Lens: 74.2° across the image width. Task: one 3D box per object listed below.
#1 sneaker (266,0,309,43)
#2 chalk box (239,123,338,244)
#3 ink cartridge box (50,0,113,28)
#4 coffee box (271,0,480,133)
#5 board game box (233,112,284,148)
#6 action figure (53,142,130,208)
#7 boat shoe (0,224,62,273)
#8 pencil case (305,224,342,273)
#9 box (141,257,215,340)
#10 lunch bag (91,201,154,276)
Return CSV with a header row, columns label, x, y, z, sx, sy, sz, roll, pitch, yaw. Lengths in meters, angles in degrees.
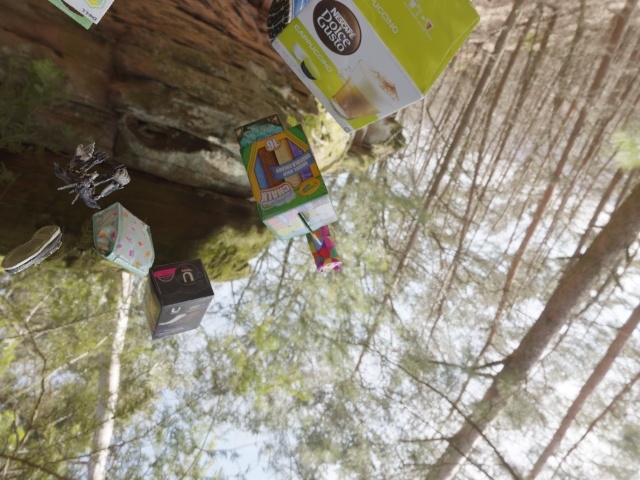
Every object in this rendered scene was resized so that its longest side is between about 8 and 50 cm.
label,x,y,z,sx,sy,sz,roll,pitch,yaw
sneaker,-0.091,-0.827,1.506,0.147,0.329,0.130,11,176,-44
chalk box,-0.071,-0.119,1.120,0.180,0.179,0.288,60,-170,-67
ink cartridge box,-0.561,-0.605,1.015,0.109,0.209,0.062,31,-144,-42
coffee box,0.144,-0.558,1.128,0.337,0.338,0.334,45,158,-21
board game box,-0.236,-0.419,1.662,0.186,0.026,0.126,-21,-115,-5
action figure,-0.658,-0.199,1.230,0.164,0.141,0.275,48,-173,-25
boat shoe,-0.888,0.038,1.321,0.081,0.068,0.227,7,-146,4
pencil case,0.000,0.000,1.522,0.104,0.104,0.236,-1,-113,-48
box,-0.467,0.192,1.368,0.165,0.270,0.143,-11,-116,-34
lunch bag,-0.826,0.013,1.778,0.223,0.160,0.262,55,-169,-57
